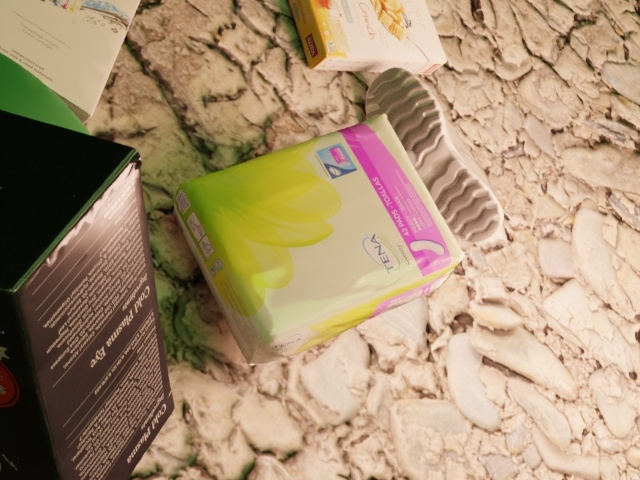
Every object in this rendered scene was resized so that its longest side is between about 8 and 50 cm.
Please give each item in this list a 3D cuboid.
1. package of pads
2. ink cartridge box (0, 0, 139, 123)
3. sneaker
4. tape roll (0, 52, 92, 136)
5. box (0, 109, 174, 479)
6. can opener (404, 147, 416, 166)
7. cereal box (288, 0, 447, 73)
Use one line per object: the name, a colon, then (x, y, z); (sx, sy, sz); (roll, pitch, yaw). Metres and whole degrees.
package of pads: (0.000, 0.000, 1.560); (0.297, 0.101, 0.229); (-21, 73, -24)
ink cartridge box: (-0.323, -0.226, 1.430); (0.168, 0.171, 0.232); (32, 50, -22)
sneaker: (0.158, -0.115, 1.838); (0.281, 0.105, 0.115); (59, 12, 8)
tape roll: (-0.340, -0.047, 1.216); (0.321, 0.321, 0.077); (43, 46, -13)
box: (-0.321, 0.051, 1.089); (0.343, 0.312, 0.179); (16, 46, 19)
can opener: (0.037, -0.024, 1.678); (0.074, 0.093, 0.280); (38, 54, -15)
cereal box: (0.063, -0.328, 1.883); (0.240, 0.047, 0.173); (-5, 71, -41)
